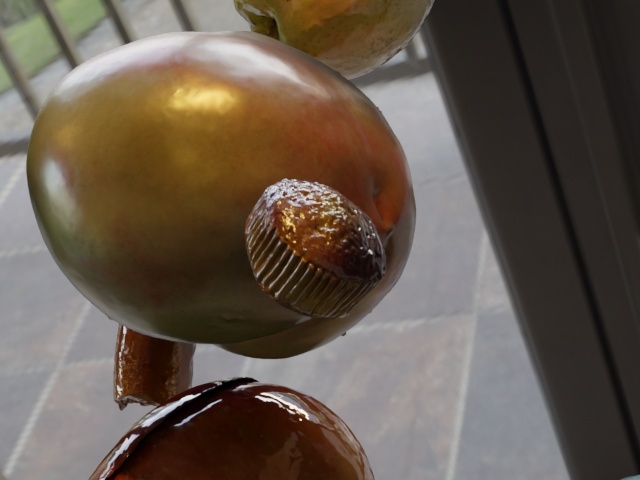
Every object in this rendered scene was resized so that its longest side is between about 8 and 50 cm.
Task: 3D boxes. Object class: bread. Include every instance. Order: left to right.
[{"bbox_3d":[0.000,0.000,0.751,0.053,0.085,0.085,-51,22,29],"label":"bread"}]

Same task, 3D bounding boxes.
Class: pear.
[{"bbox_3d":[0.010,-0.219,1.156,0.178,0.178,0.178,-16,35,11],"label":"pear"}]

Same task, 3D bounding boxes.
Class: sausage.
[{"bbox_3d":[-0.129,0.019,1.244,0.076,0.103,0.302,15,87,27],"label":"sausage"}]

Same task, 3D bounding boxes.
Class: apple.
[{"bbox_3d":[-0.077,0.250,1.118,0.272,0.251,0.206,-37,63,-19],"label":"apple"}]

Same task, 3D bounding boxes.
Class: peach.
[{"bbox_3d":[-0.068,-0.041,1.018,0.292,0.292,0.247,1,78,31],"label":"peach"}]

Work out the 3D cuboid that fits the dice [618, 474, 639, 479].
[{"bbox_3d":[0.127,0.303,0.778,0.265,0.262,0.268,-8,-20,-48],"label":"dice"}]
